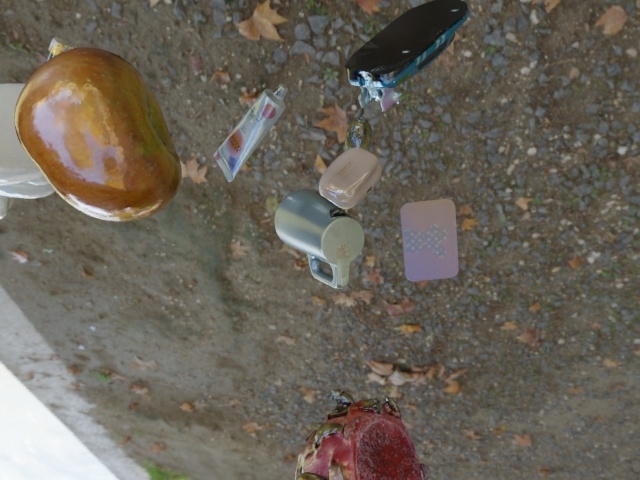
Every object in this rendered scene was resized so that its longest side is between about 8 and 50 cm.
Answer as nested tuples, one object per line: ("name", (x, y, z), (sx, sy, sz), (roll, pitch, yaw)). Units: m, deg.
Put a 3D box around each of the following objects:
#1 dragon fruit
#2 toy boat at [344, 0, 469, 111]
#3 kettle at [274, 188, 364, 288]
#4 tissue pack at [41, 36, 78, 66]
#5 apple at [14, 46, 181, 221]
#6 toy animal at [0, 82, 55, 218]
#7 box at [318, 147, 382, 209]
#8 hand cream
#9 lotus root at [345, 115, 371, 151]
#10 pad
("dragon fruit", (0.065, 0.353, 0.792), (0.210, 0.283, 0.147), (12, 144, -26))
("toy boat", (0.182, -0.369, 1.014), (0.134, 0.299, 0.092), (24, 148, 42))
("kettle", (0.000, 0.000, 1.272), (0.159, 0.243, 0.211), (-3, 107, -25))
("tissue pack", (-0.396, -0.259, 0.779), (0.042, 0.062, 0.083), (15, 109, -41))
("apple", (-0.300, -0.135, 0.706), (0.173, 0.210, 0.235), (-22, 98, -3))
("toy animal", (-0.671, -0.169, 1.058), (0.241, 0.196, 0.367), (-18, -179, -28))
("box", (0.087, -0.181, 1.495), (0.145, 0.200, 0.088), (32, 160, 27))
("hand cream", (-0.210, -0.334, 1.549), (0.340, 0.124, 0.077), (-45, 155, 26))
("lotus root", (0.127, -0.344, 1.769), (0.089, 0.080, 0.180), (-23, 137, -36))
("pad", (0.357, 0.001, 1.680), (0.180, 0.004, 0.268), (-6, 101, 4))
